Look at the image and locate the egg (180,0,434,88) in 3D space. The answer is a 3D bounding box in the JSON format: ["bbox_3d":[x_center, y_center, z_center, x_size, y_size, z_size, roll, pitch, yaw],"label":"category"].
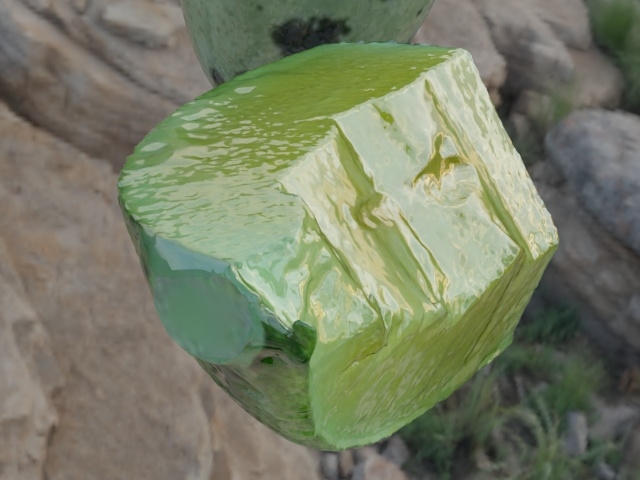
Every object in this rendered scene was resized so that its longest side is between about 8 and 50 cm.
[{"bbox_3d":[-0.010,-0.180,0.885,0.177,0.228,0.177,16,22,-7],"label":"egg"}]

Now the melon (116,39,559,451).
[{"bbox_3d":[0.000,0.000,0.603,0.196,0.124,0.323,56,28,3],"label":"melon"}]
